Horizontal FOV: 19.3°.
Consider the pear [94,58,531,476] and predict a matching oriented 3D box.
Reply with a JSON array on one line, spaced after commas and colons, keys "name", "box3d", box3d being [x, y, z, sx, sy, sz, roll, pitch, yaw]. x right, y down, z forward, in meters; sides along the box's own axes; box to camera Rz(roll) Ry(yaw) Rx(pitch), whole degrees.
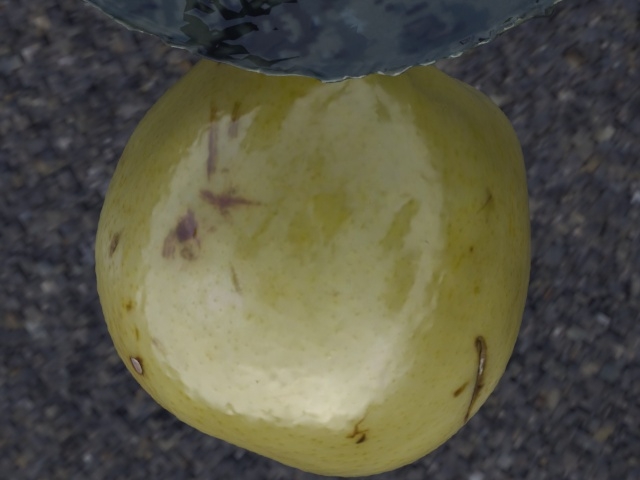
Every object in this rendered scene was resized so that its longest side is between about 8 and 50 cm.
[{"name": "pear", "box3d": [0.000, 0.000, 1.269, 0.309, 0.309, 0.309, 6, 108, 18]}]

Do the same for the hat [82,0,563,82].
[{"name": "hat", "box3d": [-0.006, -0.186, 0.586, 0.265, 0.128, 0.266, 3, 108, 9]}]
